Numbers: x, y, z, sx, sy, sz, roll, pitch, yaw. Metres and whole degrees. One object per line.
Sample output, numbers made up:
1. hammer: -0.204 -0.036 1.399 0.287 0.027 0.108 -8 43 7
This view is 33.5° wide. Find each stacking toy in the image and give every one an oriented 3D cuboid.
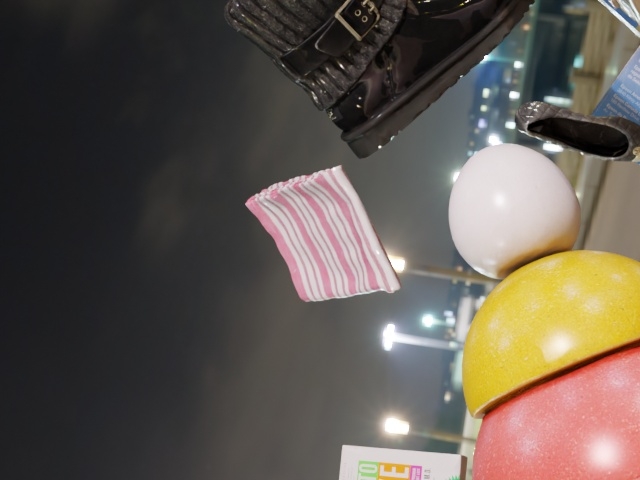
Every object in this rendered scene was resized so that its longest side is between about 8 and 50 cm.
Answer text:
1. stacking toy: 0.241 0.129 0.908 0.350 0.351 0.480 69 -177 -71

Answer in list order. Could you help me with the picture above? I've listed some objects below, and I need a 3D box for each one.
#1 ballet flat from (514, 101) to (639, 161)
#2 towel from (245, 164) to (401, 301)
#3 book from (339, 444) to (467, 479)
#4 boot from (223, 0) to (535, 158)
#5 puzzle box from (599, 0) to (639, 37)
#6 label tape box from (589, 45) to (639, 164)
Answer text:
1. ballet flat: 0.303 -0.116 1.213 0.049 0.173 0.057 -86 10 -53
2. towel: 0.000 0.000 1.143 0.029 0.197 0.144 -34 -79 -28
3. book: 0.091 0.286 1.202 0.035 0.144 0.096 35 -121 -58
4. boot: 0.083 -0.298 1.282 0.348 0.260 0.131 -43 11 -9
5. puzzle box: 0.158 -0.339 0.943 0.052 0.409 0.272 -47 -21 14
6. label tape box: 0.556 -0.222 1.388 0.115 0.249 0.347 -5 -47 -57
